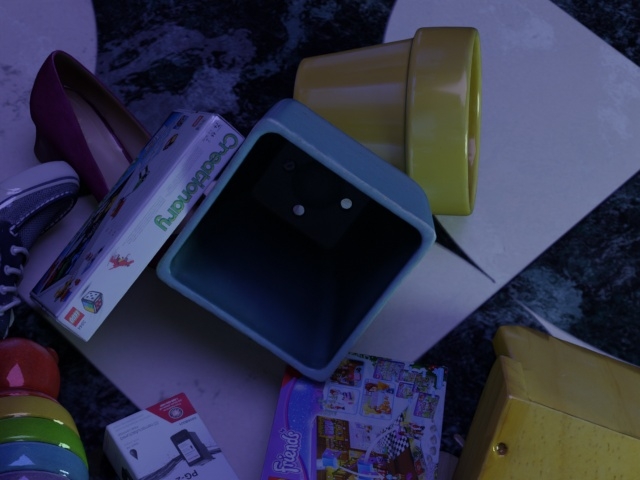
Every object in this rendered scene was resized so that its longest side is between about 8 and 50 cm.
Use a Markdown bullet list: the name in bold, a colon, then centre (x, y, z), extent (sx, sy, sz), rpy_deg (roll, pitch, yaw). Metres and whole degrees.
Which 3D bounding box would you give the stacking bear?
- **stacking bear**: centre (-0.343, 0.239, 1.870), extent (0.175, 0.164, 0.289), rpy_deg (-2, 49, -14)

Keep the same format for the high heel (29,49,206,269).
- **high heel**: centre (-0.228, -0.086, 2.121), extent (0.377, 0.181, 0.127), rpy_deg (32, 52, 12)

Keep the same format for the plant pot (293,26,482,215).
- **plant pot**: centre (0.091, -0.163, 2.227), extent (0.239, 0.254, 0.254), rpy_deg (2, 51, 8)

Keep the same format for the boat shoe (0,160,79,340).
- **boat shoe**: centre (-0.404, 0.046, 2.033), extent (0.340, 0.127, 0.158), rpy_deg (-36, 73, -24)

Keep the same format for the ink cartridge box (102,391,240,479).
- **ink cartridge box**: centre (-0.171, 0.269, 1.935), extent (0.109, 0.063, 0.150), rpy_deg (-23, 60, -27)

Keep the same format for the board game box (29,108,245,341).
- **board game box**: centre (-0.227, -0.026, 1.995), extent (0.053, 0.193, 0.305), rpy_deg (40, 83, -19)

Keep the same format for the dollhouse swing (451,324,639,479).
- **dollhouse swing**: centre (0.324, 0.300, 1.999), extent (0.347, 0.305, 0.315), rpy_deg (19, 91, -8)

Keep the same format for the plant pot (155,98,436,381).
- **plant pot**: centre (-0.015, -0.029, 2.032), extent (0.247, 0.248, 0.252), rpy_deg (34, 22, -6)

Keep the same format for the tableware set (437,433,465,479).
- **tableware set**: centre (0.176, 0.338, 1.976), extent (0.128, 0.039, 0.194), rpy_deg (-26, 66, -36)

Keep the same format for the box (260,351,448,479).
- **box**: centre (0.040, 0.245, 1.949), extent (0.201, 0.057, 0.293), rpy_deg (10, 36, 2)

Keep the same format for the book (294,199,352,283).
- **book**: centre (0.000, 0.000, 2.205), extent (0.096, 0.035, 0.144), rpy_deg (22, 54, 7)
